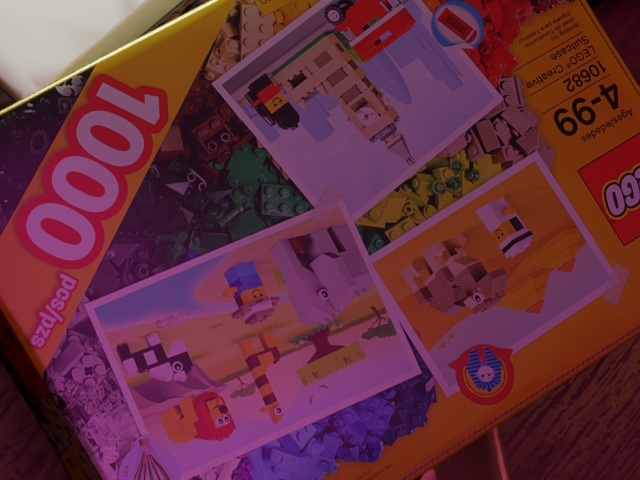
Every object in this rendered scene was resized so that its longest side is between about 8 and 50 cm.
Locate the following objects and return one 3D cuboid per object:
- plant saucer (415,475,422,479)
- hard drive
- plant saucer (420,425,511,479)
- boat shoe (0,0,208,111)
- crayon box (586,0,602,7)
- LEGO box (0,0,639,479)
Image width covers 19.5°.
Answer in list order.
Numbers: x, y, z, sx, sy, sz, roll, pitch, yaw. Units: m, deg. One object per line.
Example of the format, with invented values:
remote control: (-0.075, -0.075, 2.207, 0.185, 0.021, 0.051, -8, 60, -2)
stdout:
plant saucer: (0.012, 0.145, 1.498, 0.168, 0.029, 0.168, 2, 76, -8)
hard drive: (-0.265, -0.267, 1.575, 0.210, 0.040, 0.318, -42, 67, -14)
plant saucer: (0.009, 0.320, 1.513, 0.333, 0.081, 0.333, -9, 78, -10)
boat shoe: (-0.108, -0.151, 1.580, 0.335, 0.121, 0.119, 6, 81, -5)
crayon box: (0.167, -0.355, 1.687, 0.203, 0.083, 0.323, -30, 84, -14)
LEGO box: (0.000, 0.000, 1.404, 0.500, 0.193, 0.372, -31, 87, -18)
